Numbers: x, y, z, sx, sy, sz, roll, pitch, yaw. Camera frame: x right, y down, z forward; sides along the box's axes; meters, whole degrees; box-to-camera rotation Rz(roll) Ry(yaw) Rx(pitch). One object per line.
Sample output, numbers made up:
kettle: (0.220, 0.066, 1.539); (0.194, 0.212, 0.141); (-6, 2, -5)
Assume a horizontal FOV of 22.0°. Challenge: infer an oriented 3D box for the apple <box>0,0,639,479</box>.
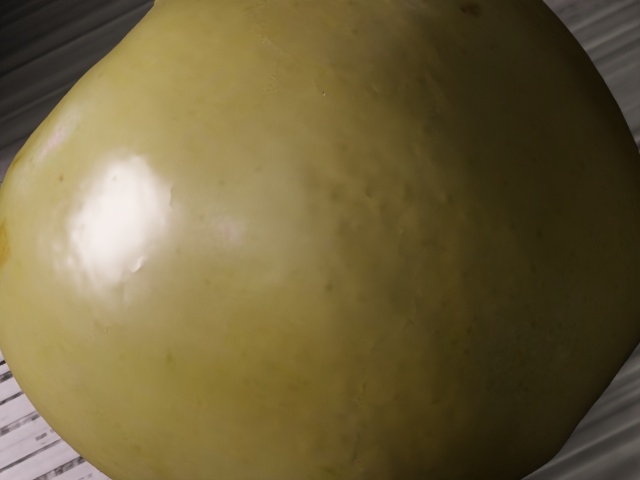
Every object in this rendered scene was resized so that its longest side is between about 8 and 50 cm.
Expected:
apple: (0.000, 0.000, 0.660); (0.262, 0.262, 0.262); (-2, 77, 7)
